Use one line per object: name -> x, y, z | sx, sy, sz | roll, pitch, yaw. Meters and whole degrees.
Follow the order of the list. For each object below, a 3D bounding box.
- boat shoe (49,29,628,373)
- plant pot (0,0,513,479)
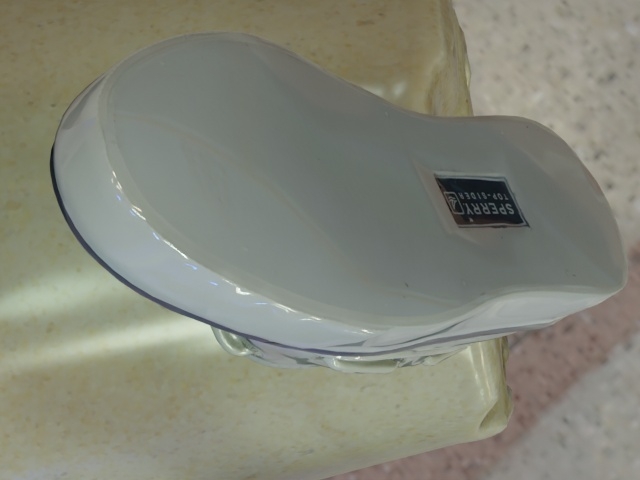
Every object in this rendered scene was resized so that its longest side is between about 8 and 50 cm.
boat shoe -> 0.000, 0.000, 0.612 | 0.088, 0.096, 0.267 | -32, 165, 29
plant pot -> -0.076, -0.002, 0.889 | 0.305, 0.334, 0.334 | -8, 127, 7
